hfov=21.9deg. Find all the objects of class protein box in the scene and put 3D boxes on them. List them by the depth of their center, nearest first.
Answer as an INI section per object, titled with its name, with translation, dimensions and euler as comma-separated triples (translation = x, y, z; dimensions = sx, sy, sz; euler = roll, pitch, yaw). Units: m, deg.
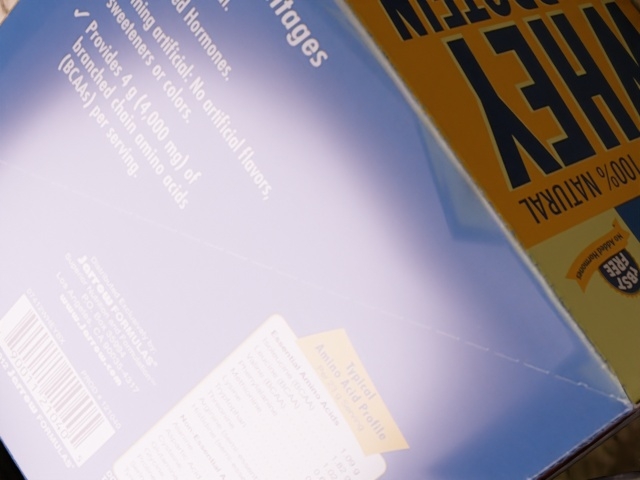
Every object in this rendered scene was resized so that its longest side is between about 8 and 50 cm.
[protein box]
translation = 0.000, 0.000, 0.508
dimensions = 0.201, 0.136, 0.200
euler = -44, 76, 37

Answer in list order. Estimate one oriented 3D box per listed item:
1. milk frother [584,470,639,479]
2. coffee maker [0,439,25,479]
[milk frother]
translation = 0.088, 0.146, 0.481
dimensions = 0.129, 0.143, 0.135
euler = -2, 70, 7
[coffee maker]
translation = -0.161, 0.109, 0.637
dimensions = 0.178, 0.171, 0.120
euler = 48, 126, 15
